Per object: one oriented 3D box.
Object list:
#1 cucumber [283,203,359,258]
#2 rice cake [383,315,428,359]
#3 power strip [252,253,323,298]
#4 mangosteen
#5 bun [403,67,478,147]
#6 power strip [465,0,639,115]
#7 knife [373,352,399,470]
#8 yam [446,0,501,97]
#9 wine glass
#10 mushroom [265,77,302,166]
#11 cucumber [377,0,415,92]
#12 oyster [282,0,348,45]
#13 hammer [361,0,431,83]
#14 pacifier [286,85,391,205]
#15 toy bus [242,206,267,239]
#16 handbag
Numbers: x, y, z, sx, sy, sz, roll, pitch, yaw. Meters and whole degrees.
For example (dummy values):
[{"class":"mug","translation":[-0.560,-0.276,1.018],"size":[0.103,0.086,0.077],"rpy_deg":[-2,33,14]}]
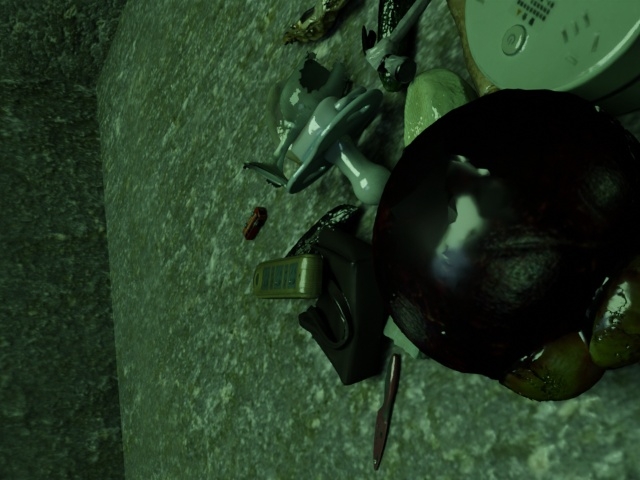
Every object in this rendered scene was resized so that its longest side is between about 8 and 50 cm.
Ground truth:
[{"class":"cucumber","translation":[-0.001,-0.002,1.473],"size":[0.300,0.072,0.072],"rpy_deg":[-47,48,41]},{"class":"rice cake","translation":[0.192,0.110,1.179],"size":[0.124,0.038,0.211],"rpy_deg":[37,116,54]},{"class":"power strip","translation":[-0.086,0.086,1.420],"size":[0.387,0.066,0.092],"rpy_deg":[164,111,-69]},{"class":"mangosteen","translation":[0.267,-0.004,0.791],"size":[0.421,0.381,0.380],"rpy_deg":[17,99,48]},{"class":"bun","translation":[0.218,-0.204,1.109],"size":[0.195,0.118,0.195],"rpy_deg":[175,90,-80]},{"class":"power strip","translation":[0.373,-0.357,0.859],"size":[0.357,0.162,0.357],"rpy_deg":[-14,73,56]},{"class":"knife","translation":[0.126,0.343,1.263],"size":[0.035,0.018,0.247],"rpy_deg":[21,104,54]},{"class":"yam","translation":[0.268,-0.384,1.110],"size":[0.081,0.081,0.356],"rpy_deg":[-44,49,45]},{"class":"wine glass","translation":[-0.052,-0.277,1.464],"size":[0.143,0.143,0.321],"rpy_deg":[24,88,56]},{"class":"mushroom","translation":[-0.076,-0.289,1.603],"size":[0.118,0.103,0.270],"rpy_deg":[-19,67,16]},{"class":"cucumber","translation":[0.152,-0.422,1.295],"size":[0.074,0.075,0.241],"rpy_deg":[4,89,57]},{"class":"oyster","translation":[0.001,-0.563,1.564],"size":[0.345,0.079,0.128],"rpy_deg":[-19,48,57]},{"class":"hammer","translation":[0.229,-0.470,1.099],"size":[0.427,0.044,0.152],"rpy_deg":[-50,49,11]},{"class":"pacifier","translation":[0.067,-0.173,1.319],"size":[0.233,0.244,0.299],"rpy_deg":[50,136,9]},{"class":"toy bus","translation":[-0.188,-0.048,1.802],"size":[0.110,0.031,0.043],"rpy_deg":[-55,45,39]},{"class":"handbag","translation":[0.041,0.125,1.321],"size":[0.257,0.114,0.285],"rpy_deg":[-142,52,-59]}]
